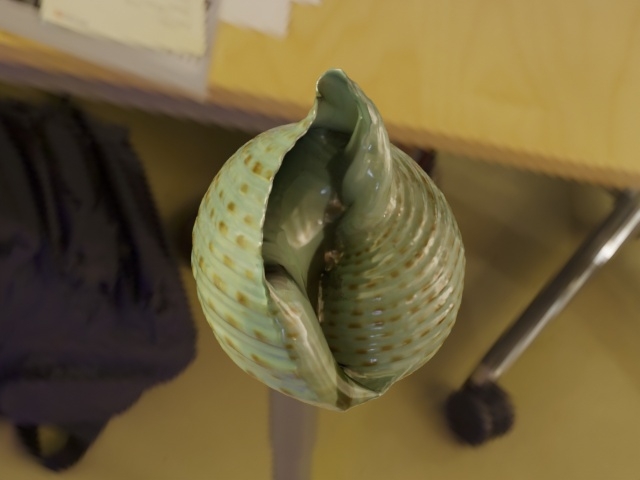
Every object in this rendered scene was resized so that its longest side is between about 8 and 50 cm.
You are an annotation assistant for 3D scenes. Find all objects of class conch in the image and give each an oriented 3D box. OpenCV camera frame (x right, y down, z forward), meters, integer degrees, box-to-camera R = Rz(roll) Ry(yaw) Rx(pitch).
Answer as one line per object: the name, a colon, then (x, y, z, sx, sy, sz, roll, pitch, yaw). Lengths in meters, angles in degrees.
conch: (-0.006, 0.001, 1.099, 0.172, 0.131, 0.200, -36, 117, -33)
